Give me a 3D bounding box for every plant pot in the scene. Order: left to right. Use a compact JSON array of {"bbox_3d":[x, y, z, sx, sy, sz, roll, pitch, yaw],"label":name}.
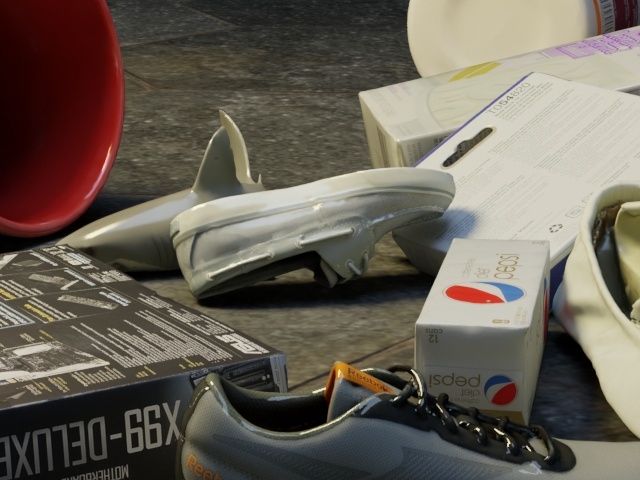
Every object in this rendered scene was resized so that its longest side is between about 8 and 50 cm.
[{"bbox_3d":[-0.349,-0.133,1.621,0.243,0.275,0.275,-4,11,33],"label":"plant pot"}]

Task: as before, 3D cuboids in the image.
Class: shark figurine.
[{"bbox_3d":[-0.085,-0.046,1.535,0.166,0.116,0.278,7,18,22],"label":"shark figurine"}]

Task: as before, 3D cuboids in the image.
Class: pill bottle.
[{"bbox_3d":[0.278,-0.279,2.190,0.224,0.224,0.392,7,16,25],"label":"pill bottle"}]

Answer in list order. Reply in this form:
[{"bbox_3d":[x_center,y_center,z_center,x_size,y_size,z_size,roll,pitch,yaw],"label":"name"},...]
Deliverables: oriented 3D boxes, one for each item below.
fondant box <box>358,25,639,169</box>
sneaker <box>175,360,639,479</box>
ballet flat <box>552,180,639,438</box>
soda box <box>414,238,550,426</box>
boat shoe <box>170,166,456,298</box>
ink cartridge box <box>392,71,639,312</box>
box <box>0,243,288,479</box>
[{"bbox_3d":[0.217,-0.112,1.687,0.330,0.096,0.238,-13,16,-4],"label":"fondant box"},{"bbox_3d":[0.057,0.115,0.924,0.271,0.108,0.100,0,13,-4],"label":"sneaker"},{"bbox_3d":[0.234,0.047,1.133,0.139,0.139,0.400,-2,15,-8],"label":"ballet flat"},{"bbox_3d":[0.112,0.057,1.217,0.074,0.069,0.216,2,14,10],"label":"soda box"},{"bbox_3d":[0.000,0.000,1.413,0.227,0.081,0.079,-11,-14,-8],"label":"boat shoe"},{"bbox_3d":[0.176,-0.044,1.462,0.223,0.045,0.224,-38,33,-19],"label":"ink cartridge box"},{"bbox_3d":[-0.198,0.083,1.106,0.242,0.076,0.307,-10,17,-32],"label":"box"}]
